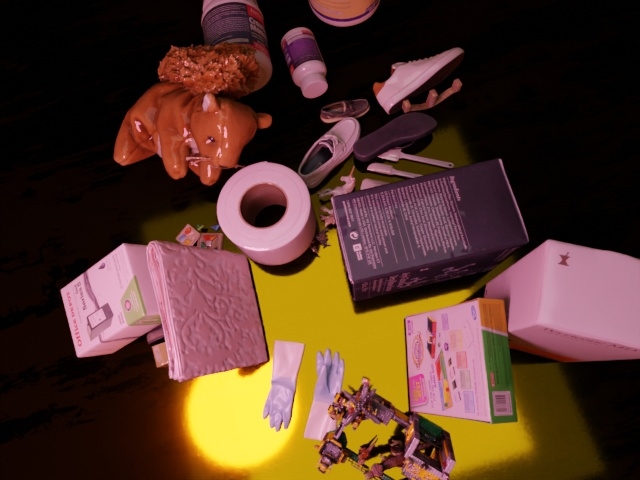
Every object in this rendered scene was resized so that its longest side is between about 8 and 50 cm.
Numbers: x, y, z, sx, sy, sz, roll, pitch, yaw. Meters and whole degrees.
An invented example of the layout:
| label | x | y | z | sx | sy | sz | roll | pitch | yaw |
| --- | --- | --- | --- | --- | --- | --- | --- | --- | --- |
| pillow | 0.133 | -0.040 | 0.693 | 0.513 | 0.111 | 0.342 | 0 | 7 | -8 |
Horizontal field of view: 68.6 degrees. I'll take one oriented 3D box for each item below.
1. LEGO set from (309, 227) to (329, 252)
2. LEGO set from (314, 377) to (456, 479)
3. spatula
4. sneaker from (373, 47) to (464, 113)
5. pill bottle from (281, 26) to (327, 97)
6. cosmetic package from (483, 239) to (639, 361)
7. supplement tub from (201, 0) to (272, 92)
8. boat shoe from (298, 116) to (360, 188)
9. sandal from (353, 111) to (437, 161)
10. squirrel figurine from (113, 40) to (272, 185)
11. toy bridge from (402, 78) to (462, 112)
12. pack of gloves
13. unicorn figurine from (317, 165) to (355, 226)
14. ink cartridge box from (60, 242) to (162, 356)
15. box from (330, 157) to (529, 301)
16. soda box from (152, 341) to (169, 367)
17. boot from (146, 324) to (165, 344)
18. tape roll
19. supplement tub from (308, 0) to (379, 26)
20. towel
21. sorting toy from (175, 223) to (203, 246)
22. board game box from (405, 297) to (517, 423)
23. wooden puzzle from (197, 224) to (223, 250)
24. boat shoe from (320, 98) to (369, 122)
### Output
| label | x | y | z | sx | sy | sz | roll | pitch | yaw |
| --- | --- | --- | --- | --- | --- | --- | --- | --- | --- |
| LEGO set | -0.002 | -0.001 | 1.315 | 0.083 | 0.023 | 0.054 | -36 | 88 | -26 |
| LEGO set | 0.143 | 0.487 | 1.052 | 0.331 | 0.192 | 0.255 | 37 | 95 | 10 |
| spatula | 0.250 | -0.185 | 1.354 | 0.242 | 0.019 | 0.168 | 15 | 71 | 8 |
| sneaker | 0.286 | -0.506 | 1.392 | 0.290 | 0.106 | 0.123 | -34 | 77 | -3 |
| pill bottle | -0.045 | -0.538 | 1.431 | 0.108 | 0.108 | 0.193 | -19 | 73 | 0 |
| cosmetic package | 0.509 | 0.153 | 1.005 | 0.230 | 0.453 | 0.161 | 13 | 76 | 9 |
| supplement tub | -0.257 | -0.607 | 1.427 | 0.191 | 0.191 | 0.272 | -11 | 74 | 2 |
| boat shoe | 0.029 | -0.263 | 1.359 | 0.095 | 0.084 | 0.258 | 32 | 80 | 13 |
| sandal | 0.214 | -0.300 | 1.371 | 0.255 | 0.054 | 0.097 | -22 | 56 | 0 |
| squirrel figurine | -0.299 | -0.342 | 1.203 | 0.371 | 0.281 | 0.396 | 7 | 84 | 49 |
| toy bridge | 0.329 | -0.419 | 1.386 | 0.188 | 0.063 | 0.026 | -23 | 73 | -6 |
| pack of gloves | -0.044 | 0.383 | 1.204 | 0.195 | 0.046 | 0.232 | 7 | 75 | 6 |
| unicorn figurine | 0.048 | -0.123 | 1.337 | 0.111 | 0.060 | 0.161 | -5 | 90 | 3 |
| ink cartridge box | -0.529 | 0.159 | 1.222 | 0.273 | 0.115 | 0.198 | -31 | 71 | 23 |
| box | 0.245 | -0.010 | 1.160 | 0.396 | 0.293 | 0.211 | -14 | 74 | 2 |
| soda box | -0.347 | 0.281 | 1.251 | 0.181 | 0.061 | 0.058 | -19 | 74 | -1 |
| boot | -0.402 | 0.139 | 1.282 | 0.263 | 0.091 | 0.228 | -23 | 74 | 1 |
| tape roll | -0.139 | -0.068 | 1.276 | 0.246 | 0.169 | 0.246 | -1 | 75 | 5 |
| supplement tub | 0.066 | -0.839 | 1.390 | 0.241 | 0.331 | 0.240 | -1 | 74 | 5 |
| towel | -0.266 | 0.166 | 1.150 | 0.053 | 0.332 | 0.316 | -21 | 74 | 23 |
| sorting toy | -0.375 | -0.022 | 1.358 | 0.062 | 0.012 | 0.083 | 37 | 86 | 21 |
| board game box | 0.299 | 0.273 | 1.064 | 0.064 | 0.316 | 0.242 | 5 | 74 | -17 |
| wooden puzzle | -0.318 | 0.011 | 1.350 | 0.079 | 0.014 | 0.116 | -5 | 73 | 4 |
| boat shoe | 0.074 | -0.394 | 1.409 | 0.152 | 0.049 | 0.056 | -17 | 73 | 0 |
